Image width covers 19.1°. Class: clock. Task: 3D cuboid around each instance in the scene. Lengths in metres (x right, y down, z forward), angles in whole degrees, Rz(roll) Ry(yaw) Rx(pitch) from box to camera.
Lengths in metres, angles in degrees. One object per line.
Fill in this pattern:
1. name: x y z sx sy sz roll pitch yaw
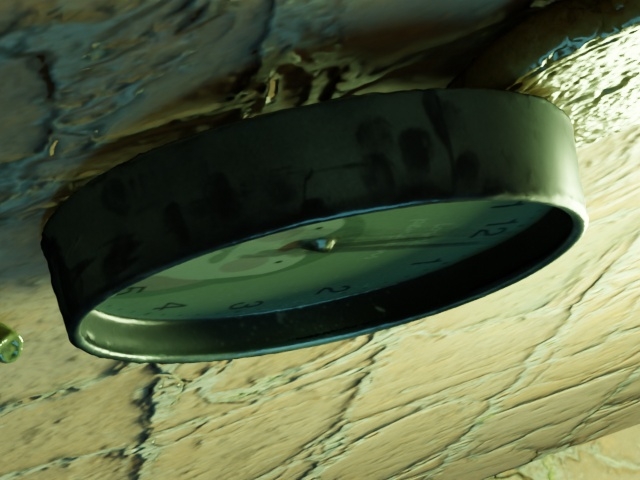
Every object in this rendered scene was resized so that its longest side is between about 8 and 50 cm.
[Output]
1. clock: 0.000 -0.001 1.108 0.319 0.066 0.319 -13 165 -3

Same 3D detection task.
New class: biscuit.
1. biscuit: 0.170 -0.106 1.111 0.226 0.042 0.226 -20 166 -5

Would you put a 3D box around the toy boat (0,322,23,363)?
1. toy boat: -0.269 0.100 1.164 0.185 0.071 0.089 -11 -157 -34
